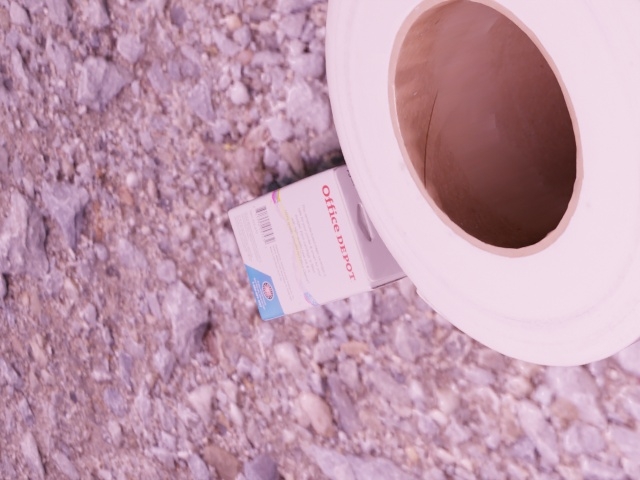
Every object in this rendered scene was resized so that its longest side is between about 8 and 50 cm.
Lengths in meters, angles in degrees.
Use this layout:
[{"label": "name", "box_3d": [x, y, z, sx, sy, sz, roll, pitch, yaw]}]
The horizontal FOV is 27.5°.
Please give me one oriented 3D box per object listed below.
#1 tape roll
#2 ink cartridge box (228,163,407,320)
[{"label": "tape roll", "box_3d": [0.140, -0.079, 0.652, 0.246, 0.169, 0.246, 34, 135, 43]}, {"label": "ink cartridge box", "box_3d": [0.000, 0.000, 0.939, 0.122, 0.052, 0.088, -19, 88, 48]}]
